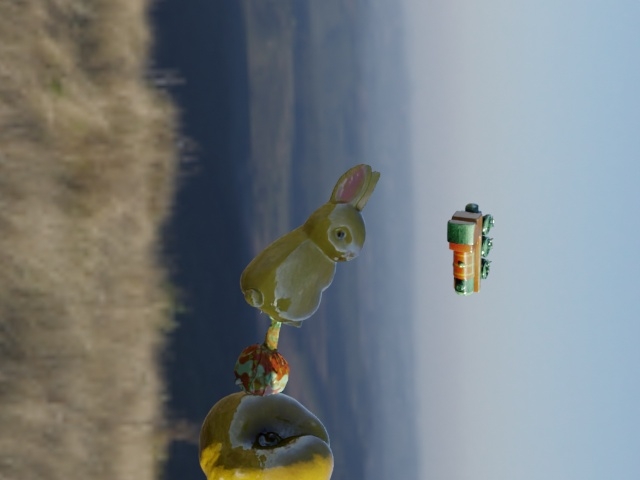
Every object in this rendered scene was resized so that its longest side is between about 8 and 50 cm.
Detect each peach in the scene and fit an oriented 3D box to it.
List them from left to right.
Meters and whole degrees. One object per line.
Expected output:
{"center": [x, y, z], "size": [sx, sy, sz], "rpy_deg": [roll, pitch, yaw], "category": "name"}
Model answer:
{"center": [-0.066, 0.268, 1.986], "size": [0.179, 0.179, 0.103], "rpy_deg": [-90, -162, -46], "category": "peach"}

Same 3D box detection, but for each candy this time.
{"center": [-0.041, 0.074, 1.598], "size": [0.049, 0.055, 0.185], "rpy_deg": [-113, -140, -72], "category": "candy"}

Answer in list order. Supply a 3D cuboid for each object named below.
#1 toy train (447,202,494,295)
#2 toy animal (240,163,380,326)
{"center": [0.163, 0.013, 1.748], "size": [0.064, 0.044, 0.103], "rpy_deg": [-50, 143, -58], "category": "toy train"}
{"center": [0.000, 0.001, 1.402], "size": [0.070, 0.159, 0.083], "rpy_deg": [45, 7, 20], "category": "toy animal"}
